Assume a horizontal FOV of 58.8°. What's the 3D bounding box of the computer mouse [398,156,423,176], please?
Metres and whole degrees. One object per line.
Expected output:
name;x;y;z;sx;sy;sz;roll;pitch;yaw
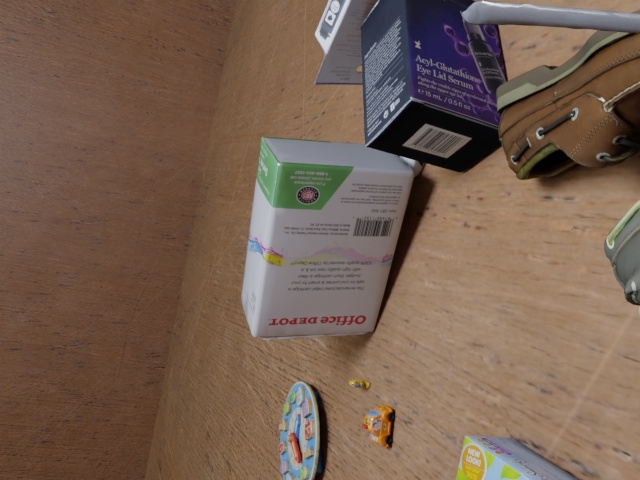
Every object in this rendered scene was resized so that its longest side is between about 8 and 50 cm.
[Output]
computer mouse;0.129;-0.133;0.866;0.106;0.042;0.193;-114;40;-54

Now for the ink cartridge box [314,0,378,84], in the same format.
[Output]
ink cartridge box;0.094;-0.326;0.830;0.045;0.206;0.208;52;133;28

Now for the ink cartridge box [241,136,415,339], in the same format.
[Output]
ink cartridge box;0.000;0.000;0.853;0.117;0.201;0.278;-123;39;-56

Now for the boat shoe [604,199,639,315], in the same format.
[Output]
boat shoe;0.298;-0.060;0.355;0.091;0.109;0.305;-108;32;-41

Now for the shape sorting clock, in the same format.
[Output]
shape sorting clock;-0.043;0.367;1.054;0.206;0.040;0.206;-169;90;-67

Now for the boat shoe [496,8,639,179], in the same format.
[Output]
boat shoe;0.257;-0.114;0.479;0.307;0.111;0.104;174;93;-82

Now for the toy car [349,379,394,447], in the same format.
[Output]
toy car;0.066;0.256;0.846;0.122;0.041;0.060;-148;70;-65

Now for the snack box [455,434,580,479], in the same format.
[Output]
snack box;0.184;0.309;0.509;0.174;0.070;0.207;15;92;67

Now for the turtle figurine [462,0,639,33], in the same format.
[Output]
turtle figurine;0.201;-0.124;0.158;0.274;0.198;0.266;57;154;6

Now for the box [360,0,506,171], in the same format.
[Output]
box;0.143;-0.212;0.728;0.108;0.153;0.207;139;135;-56
